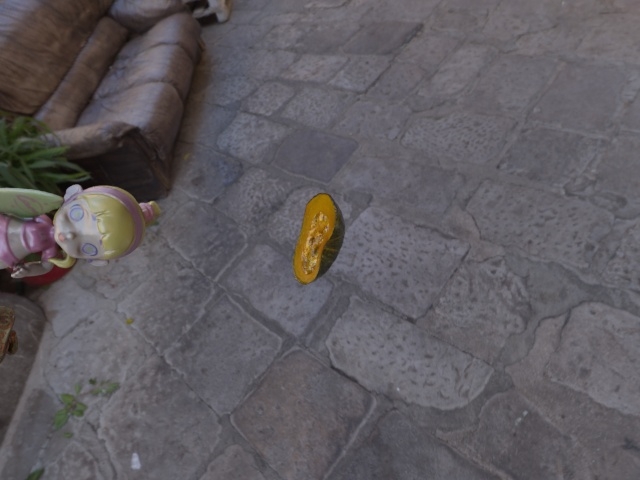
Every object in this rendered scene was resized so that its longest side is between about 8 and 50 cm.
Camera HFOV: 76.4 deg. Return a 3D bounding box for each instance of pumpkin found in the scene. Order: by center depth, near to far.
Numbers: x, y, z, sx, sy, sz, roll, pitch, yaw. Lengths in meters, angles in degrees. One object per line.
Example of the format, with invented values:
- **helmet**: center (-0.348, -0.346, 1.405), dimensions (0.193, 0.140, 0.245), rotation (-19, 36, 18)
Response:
- **pumpkin**: center (0.001, 0.001, 0.358), dimensions (0.050, 0.028, 0.083), rotation (42, 112, 49)

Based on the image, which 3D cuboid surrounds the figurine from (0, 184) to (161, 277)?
- **figurine**: center (-0.230, -0.009, 0.332), dimensions (0.188, 0.083, 0.083), rotation (-13, 47, -17)

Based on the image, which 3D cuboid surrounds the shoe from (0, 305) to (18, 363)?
- **shoe**: center (-0.500, 0.151, 0.610), dimensions (0.109, 0.072, 0.069), rotation (50, 120, 28)
